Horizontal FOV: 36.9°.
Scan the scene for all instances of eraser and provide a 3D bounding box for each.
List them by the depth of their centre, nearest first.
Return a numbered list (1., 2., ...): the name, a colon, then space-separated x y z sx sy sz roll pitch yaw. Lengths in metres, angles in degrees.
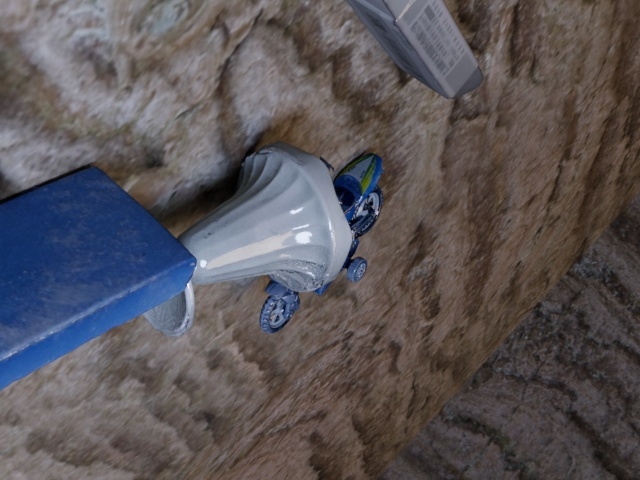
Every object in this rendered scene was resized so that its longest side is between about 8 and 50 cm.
1. eraser: -0.257 0.047 0.720 0.311 0.144 0.043 -30 149 -38
2. eraser: 0.096 -0.226 1.003 0.061 0.089 0.352 -54 157 3

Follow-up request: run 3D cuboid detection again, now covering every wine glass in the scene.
1. wine glass: -0.090 -0.001 0.957 0.196 0.165 0.165 -21 146 -35

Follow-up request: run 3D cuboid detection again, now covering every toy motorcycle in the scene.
1. toy motorcycle: 0.000 0.000 1.197 0.254 0.092 0.136 -49 150 -23
